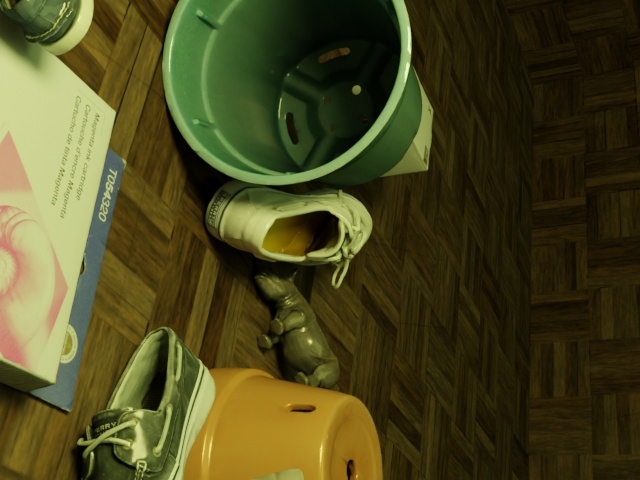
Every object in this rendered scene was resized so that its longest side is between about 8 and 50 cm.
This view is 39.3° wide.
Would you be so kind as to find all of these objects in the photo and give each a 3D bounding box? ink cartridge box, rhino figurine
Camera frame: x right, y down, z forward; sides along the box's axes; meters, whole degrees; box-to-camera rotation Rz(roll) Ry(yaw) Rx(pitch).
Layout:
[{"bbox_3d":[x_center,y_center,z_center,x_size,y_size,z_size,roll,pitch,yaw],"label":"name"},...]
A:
[{"bbox_3d":[-0.298,-0.032,0.891,0.330,0.071,0.324,44,44,-52],"label":"ink cartridge box"},{"bbox_3d":[-0.044,0.133,1.380,0.106,0.073,0.243,-17,83,-51],"label":"rhino figurine"}]

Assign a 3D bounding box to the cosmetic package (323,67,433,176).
[{"bbox_3d":[0.099,-0.218,1.666,0.151,0.183,0.151,53,38,-48],"label":"cosmetic package"}]

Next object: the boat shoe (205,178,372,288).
[{"bbox_3d":[0.003,-0.008,1.349,0.367,0.156,0.136,12,105,-56],"label":"boat shoe"}]

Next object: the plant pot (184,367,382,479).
[{"bbox_3d":[-0.046,0.308,1.185,0.291,0.203,0.291,-8,90,-66],"label":"plant pot"}]

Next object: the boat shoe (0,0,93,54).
[{"bbox_3d":[-0.292,-0.294,0.890,0.079,0.095,0.255,33,35,-54],"label":"boat shoe"}]

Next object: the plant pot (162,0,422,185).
[{"bbox_3d":[-0.005,-0.226,1.313,0.334,0.341,0.341,16,69,-73],"label":"plant pot"}]

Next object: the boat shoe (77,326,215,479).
[{"bbox_3d":[-0.212,0.229,0.977,0.119,0.121,0.335,60,22,-27],"label":"boat shoe"}]

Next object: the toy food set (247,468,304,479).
[{"bbox_3d":[-0.093,0.435,1.049,0.092,0.219,0.306,-120,-163,-79],"label":"toy food set"}]
